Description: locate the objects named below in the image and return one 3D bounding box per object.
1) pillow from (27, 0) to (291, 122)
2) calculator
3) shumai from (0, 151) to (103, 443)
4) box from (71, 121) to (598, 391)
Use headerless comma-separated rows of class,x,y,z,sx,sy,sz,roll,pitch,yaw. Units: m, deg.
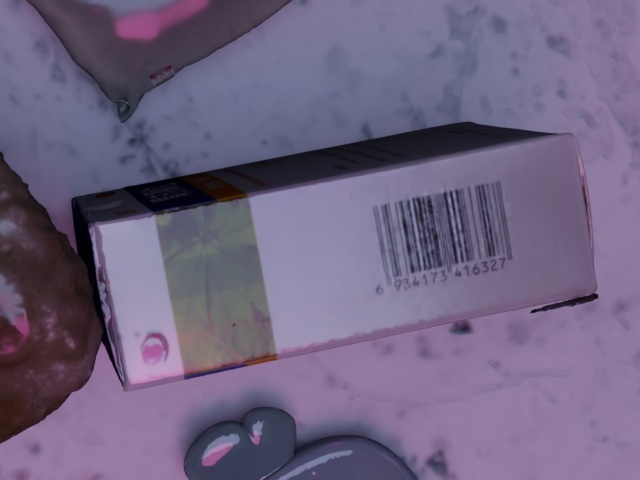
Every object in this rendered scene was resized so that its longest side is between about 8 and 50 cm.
pillow,-0.074,-0.206,1.040,0.254,0.078,0.144,-36,101,-6
calculator,0.009,0.245,1.115,0.185,0.041,0.299,-34,102,-7
shumai,-0.318,0.061,0.877,0.283,0.346,0.217,-44,139,-37
box,0.000,0.000,1.010,0.299,0.200,0.106,-10,98,-11
